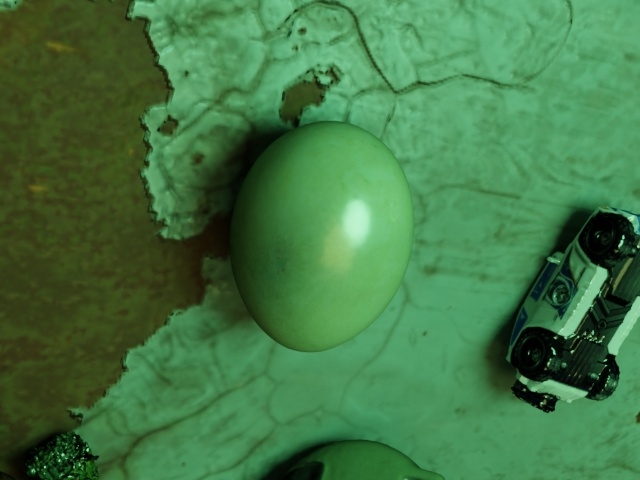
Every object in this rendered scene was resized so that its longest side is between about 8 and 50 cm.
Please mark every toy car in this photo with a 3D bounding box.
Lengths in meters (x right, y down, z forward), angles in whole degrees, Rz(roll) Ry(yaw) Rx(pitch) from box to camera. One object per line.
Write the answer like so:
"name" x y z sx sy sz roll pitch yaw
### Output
"toy car" 0.202 0.054 0.741 0.080 0.070 0.171 20 105 -30

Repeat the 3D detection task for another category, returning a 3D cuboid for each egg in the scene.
"egg" 0.000 0.000 0.603 0.114 0.114 0.152 0 121 -22

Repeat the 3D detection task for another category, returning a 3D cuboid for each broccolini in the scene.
"broccolini" -0.164 0.231 0.706 0.054 0.051 0.239 -3 127 6

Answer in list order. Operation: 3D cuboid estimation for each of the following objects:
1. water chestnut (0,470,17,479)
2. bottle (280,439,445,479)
"water chestnut" -0.270 0.243 0.543 0.289 0.244 0.289 -11 120 -20
"bottle" 0.079 0.302 0.772 0.168 0.168 0.347 -34 119 -3
